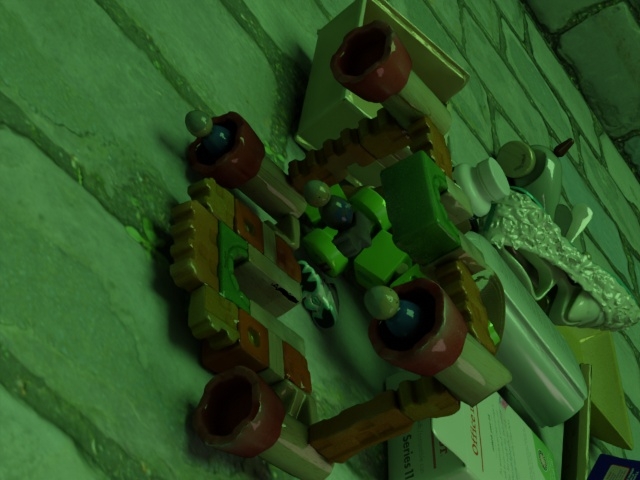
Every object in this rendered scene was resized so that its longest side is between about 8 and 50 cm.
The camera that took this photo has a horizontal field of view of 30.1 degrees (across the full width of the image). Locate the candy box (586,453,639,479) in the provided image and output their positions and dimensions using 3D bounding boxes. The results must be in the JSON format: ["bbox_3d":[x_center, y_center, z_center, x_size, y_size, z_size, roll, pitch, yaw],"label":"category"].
[{"bbox_3d":[0.456,0.505,1.694,0.317,0.122,0.268,49,64,-28],"label":"candy box"}]

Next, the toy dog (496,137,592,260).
[{"bbox_3d":[0.522,-0.089,2.594,0.334,0.161,0.220,61,24,-6],"label":"toy dog"}]

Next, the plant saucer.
[{"bbox_3d":[0.478,0.206,2.303,0.333,0.081,0.333,47,29,-31],"label":"plant saucer"}]

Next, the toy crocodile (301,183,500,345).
[{"bbox_3d":[0.088,0.038,1.522,0.340,0.115,0.105,40,-18,25],"label":"toy crocodile"}]

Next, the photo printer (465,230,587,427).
[{"bbox_3d":[0.291,0.125,1.906,0.307,0.107,0.256,51,12,-11],"label":"photo printer"}]

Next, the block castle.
[{"bbox_3d":[0.000,0.000,1.269,0.213,0.303,0.453,40,32,-41],"label":"block castle"}]

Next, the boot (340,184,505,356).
[{"bbox_3d":[0.128,0.047,1.656,0.109,0.220,0.283,-42,121,-27],"label":"boot"}]

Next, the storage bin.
[{"bbox_3d":[0.107,-0.200,1.808,0.260,0.123,0.262,35,42,-26],"label":"storage bin"}]

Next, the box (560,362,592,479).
[{"bbox_3d":[0.423,0.319,1.974,0.164,0.021,0.201,85,11,-71],"label":"box"}]

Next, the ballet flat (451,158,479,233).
[{"bbox_3d":[0.229,-0.061,2.058,0.068,0.072,0.213,-86,159,-58],"label":"ballet flat"}]

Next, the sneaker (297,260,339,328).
[{"bbox_3d":[-0.004,0.060,1.531,0.098,0.038,0.069,65,20,-17],"label":"sneaker"}]

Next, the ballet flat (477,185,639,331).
[{"bbox_3d":[0.408,0.069,2.105,0.409,0.147,0.147,41,31,-26],"label":"ballet flat"}]

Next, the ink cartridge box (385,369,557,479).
[{"bbox_3d":[0.190,0.292,1.579,0.353,0.119,0.207,47,28,-32],"label":"ink cartridge box"}]

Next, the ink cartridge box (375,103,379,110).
[{"bbox_3d":[0.114,-0.194,2.002,0.311,0.065,0.186,10,56,-59],"label":"ink cartridge box"}]

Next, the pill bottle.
[{"bbox_3d":[0.219,-0.069,1.946,0.094,0.169,0.094,45,30,-35],"label":"pill bottle"}]
